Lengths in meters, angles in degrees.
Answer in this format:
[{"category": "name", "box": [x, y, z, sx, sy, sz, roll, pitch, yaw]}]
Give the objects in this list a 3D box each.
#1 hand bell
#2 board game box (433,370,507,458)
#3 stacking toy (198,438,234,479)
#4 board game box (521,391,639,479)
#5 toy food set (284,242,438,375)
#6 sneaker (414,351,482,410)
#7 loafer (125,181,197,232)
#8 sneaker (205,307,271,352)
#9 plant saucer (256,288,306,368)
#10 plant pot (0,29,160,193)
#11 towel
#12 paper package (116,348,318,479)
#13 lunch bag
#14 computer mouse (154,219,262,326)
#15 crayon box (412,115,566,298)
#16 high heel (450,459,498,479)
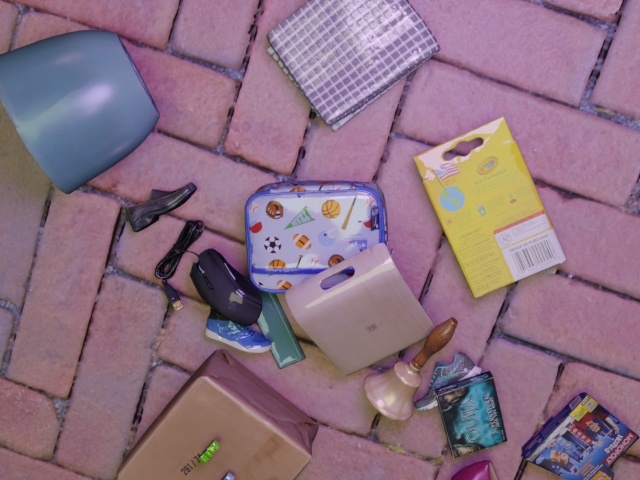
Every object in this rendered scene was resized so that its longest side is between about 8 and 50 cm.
[{"category": "hand bell", "box": [0.204, 0.246, 1.628, 0.126, 0.126, 0.242, 34, 120, -2]}, {"category": "board game box", "box": [0.319, 0.371, 1.688, 0.126, 0.026, 0.186, -18, 118, 0]}, {"category": "stacking toy", "box": [-0.220, 0.529, 1.634, 0.167, 0.052, 0.221, 40, 100, -6]}, {"category": "board game box", "box": [0.570, 0.447, 1.700, 0.194, 0.060, 0.194, 39, 102, -4]}, {"category": "toy food set", "box": [0.090, 0.142, 1.605, 0.220, 0.092, 0.306, -27, 136, 10]}, {"category": "sneaker", "box": [0.262, 0.300, 1.709, 0.166, 0.065, 0.076, -37, 79, 8]}, {"category": "loafer", "box": [-0.340, -0.083, 1.686, 0.170, 0.062, 0.061, -30, 92, 9]}, {"category": "sneaker", "box": [-0.173, 0.183, 1.717, 0.152, 0.058, 0.084, 17, 109, 15]}, {"category": "plant saucer", "box": [-0.101, 0.187, 1.737, 0.067, 0.018, 0.192, -24, 97, 9]}, {"category": "plant pot", "box": [-0.457, -0.271, 1.555, 0.235, 0.293, 0.293, -26, 98, -4]}, {"category": "towel", "box": [0.059, -0.382, 1.556, 0.284, 0.121, 0.235, -36, 95, 11]}, {"category": "paper package", "box": [-0.216, 0.458, 1.726, 0.309, 0.168, 0.325, 38, 102, -4]}, {"category": "lunch bag", "box": [0.000, 0.000, 1.643, 0.303, 0.115, 0.243, 0, 103, 7]}, {"category": "computer mouse", "box": [-0.250, 0.102, 1.665, 0.262, 0.060, 0.184, 49, 113, 16]}, {"category": "crayon box", "box": [0.339, -0.069, 1.609, 0.202, 0.081, 0.318, -23, 99, 9]}, {"category": "high heel", "box": [0.413, 0.654, 1.716, 0.377, 0.127, 0.181, 45, 112, -1]}]
